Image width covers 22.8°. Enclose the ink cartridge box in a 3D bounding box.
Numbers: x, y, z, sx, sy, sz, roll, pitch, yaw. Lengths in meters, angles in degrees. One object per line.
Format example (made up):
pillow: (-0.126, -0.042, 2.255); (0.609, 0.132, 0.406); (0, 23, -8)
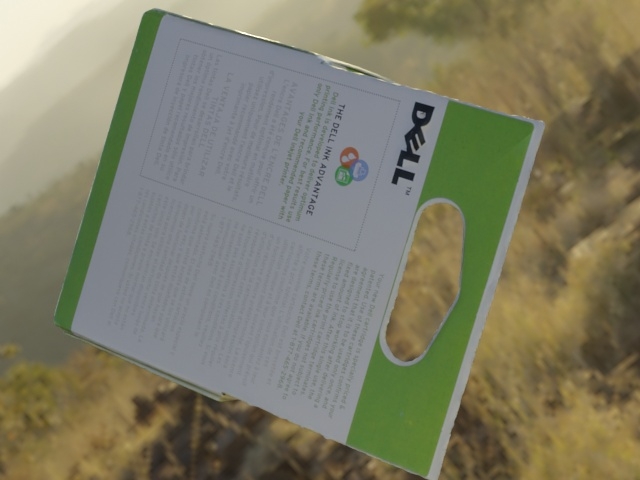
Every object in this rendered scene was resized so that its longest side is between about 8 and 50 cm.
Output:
ink cartridge box: (0.000, 0.000, 0.849); (0.097, 0.255, 0.188); (10, -82, -58)
